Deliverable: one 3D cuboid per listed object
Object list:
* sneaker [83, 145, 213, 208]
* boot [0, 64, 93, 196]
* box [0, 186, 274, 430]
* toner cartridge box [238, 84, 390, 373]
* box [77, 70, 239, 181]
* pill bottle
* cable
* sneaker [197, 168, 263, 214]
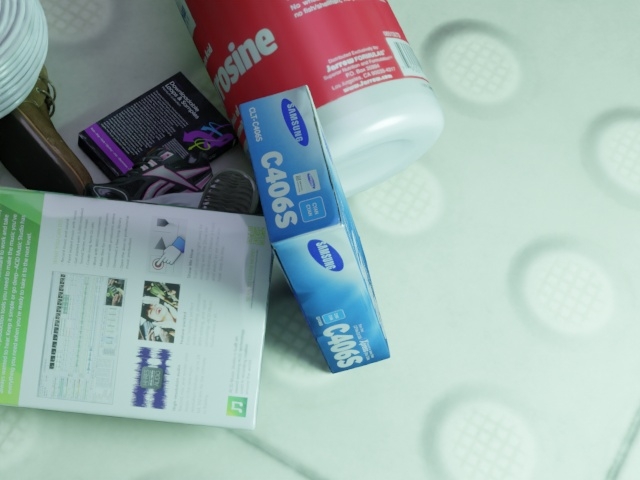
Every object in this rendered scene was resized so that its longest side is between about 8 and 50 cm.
[{"bbox_3d":[-0.196,-0.069,1.671,0.178,0.072,0.077,-5,91,-47],"label":"sneaker"},{"bbox_3d":[-0.344,-0.158,1.706,0.115,0.112,0.305,-30,67,-34],"label":"boot"},{"bbox_3d":[-0.216,0.072,1.558,0.322,0.058,0.232,7,83,-3],"label":"box"},{"bbox_3d":[0.000,0.000,1.541,0.075,0.348,0.165,-17,63,3],"label":"toner cartridge box"},{"bbox_3d":[-0.193,-0.122,1.759,0.162,0.029,0.116,-36,74,-26],"label":"box"},{"bbox_3d":[-0.037,-0.260,1.723,0.229,0.229,0.407,-20,75,-22],"label":"pill bottle"},{"bbox_3d":[-0.434,-0.231,1.629,0.257,0.089,0.257,12,55,10],"label":"cable"},{"bbox_3d":[-0.118,0.033,1.661,0.083,0.118,0.222,26,87,15],"label":"sneaker"}]
